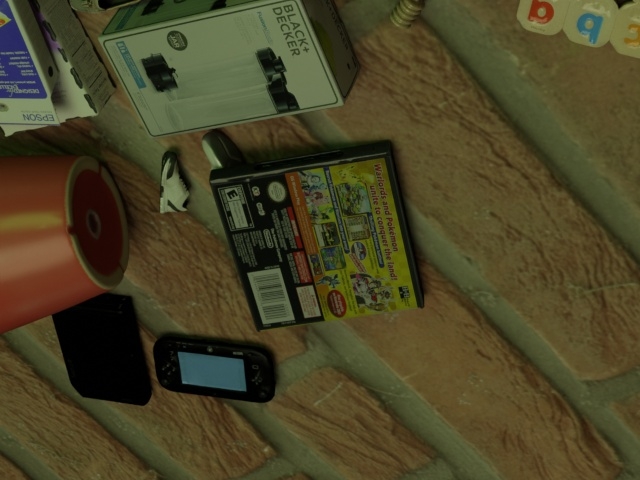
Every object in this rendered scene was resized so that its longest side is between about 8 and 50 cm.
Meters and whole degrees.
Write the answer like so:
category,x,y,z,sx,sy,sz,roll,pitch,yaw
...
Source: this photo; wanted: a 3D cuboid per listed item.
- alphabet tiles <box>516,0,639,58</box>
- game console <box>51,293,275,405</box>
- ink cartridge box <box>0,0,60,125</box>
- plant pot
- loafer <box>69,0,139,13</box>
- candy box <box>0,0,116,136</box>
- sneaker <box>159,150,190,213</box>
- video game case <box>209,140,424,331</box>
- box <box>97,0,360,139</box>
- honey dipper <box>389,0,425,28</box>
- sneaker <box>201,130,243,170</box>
category,x,y,z,sx,sy,sz,roll,pitch,yaw
alphabet tiles,0.332,-0.340,1.517,0.284,0.021,0.278,15,132,7
game console,-0.247,0.185,2.151,0.361,0.044,0.213,5,130,15
ink cartridge box,-0.452,-0.244,1.763,0.206,0.045,0.208,3,133,19
plant pot,-0.423,-0.005,1.924,0.243,0.275,0.275,-10,125,17
loafer,-0.274,-0.316,1.740,0.125,0.039,0.045,-8,126,25
candy box,-0.396,-0.250,1.819,0.165,0.070,0.196,-9,124,26
sneaker,-0.207,-0.084,1.920,0.044,0.040,0.109,3,135,-4
video game case,0.000,0.000,1.876,0.248,0.035,0.275,-9,126,9
box,-0.115,-0.239,1.717,0.290,0.087,0.169,-7,126,24
honey dipper,0.134,-0.318,1.601,0.030,0.030,0.160,31,130,-7
sneaker,-0.130,-0.083,1.877,0.061,0.053,0.152,-13,124,31
